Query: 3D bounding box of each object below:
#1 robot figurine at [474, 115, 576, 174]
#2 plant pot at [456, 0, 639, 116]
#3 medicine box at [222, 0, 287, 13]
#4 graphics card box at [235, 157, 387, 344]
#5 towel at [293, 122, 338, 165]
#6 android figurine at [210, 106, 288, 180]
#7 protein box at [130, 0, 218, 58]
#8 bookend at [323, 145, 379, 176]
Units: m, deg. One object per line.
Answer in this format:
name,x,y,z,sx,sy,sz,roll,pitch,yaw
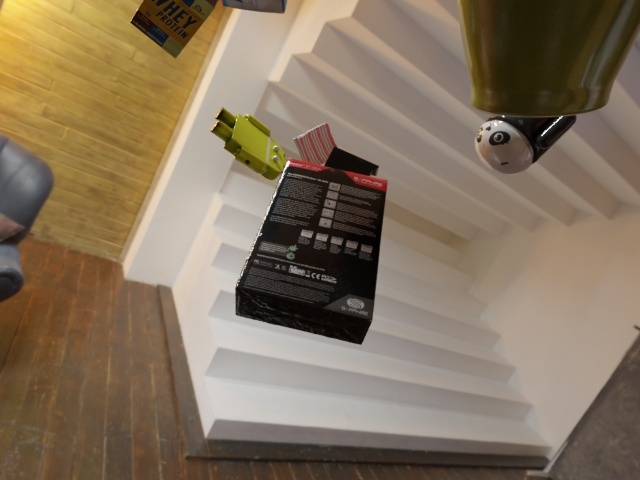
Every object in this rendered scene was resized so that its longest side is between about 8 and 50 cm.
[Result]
robot figurine,0.539,-0.302,1.078,0.173,0.278,0.209,46,-1,14
plant pot,0.399,-0.413,0.715,0.367,0.352,0.366,-4,27,2
medicine box,-0.128,-0.676,0.823,0.149,0.289,0.263,7,-14,1
graphics card box,0.000,0.000,0.798,0.233,0.094,0.370,13,46,0
towel,-0.010,-0.375,1.635,0.029,0.197,0.144,-9,-67,51
android figurine,-0.195,-0.283,1.228,0.273,0.056,0.248,33,32,-26
protein box,-0.364,-0.642,1.083,0.136,0.200,0.201,34,46,-32
bookend,0.079,-0.188,1.288,0.157,0.156,0.072,25,-10,8
